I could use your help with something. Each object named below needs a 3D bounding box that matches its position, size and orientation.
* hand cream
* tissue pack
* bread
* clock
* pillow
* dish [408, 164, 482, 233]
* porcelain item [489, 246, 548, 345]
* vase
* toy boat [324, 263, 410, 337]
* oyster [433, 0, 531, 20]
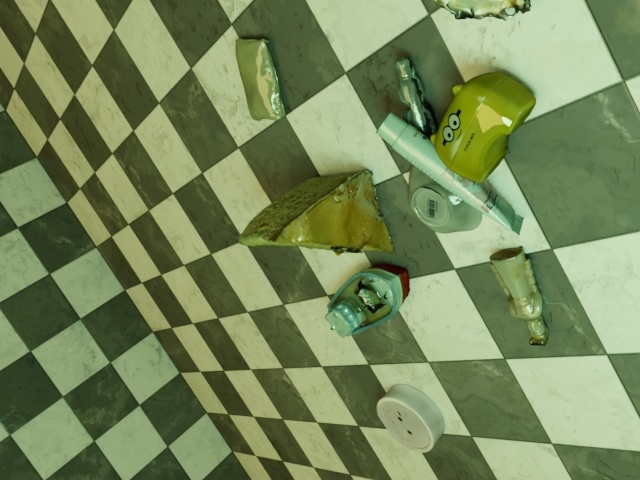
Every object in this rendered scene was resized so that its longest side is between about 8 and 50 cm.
[{"bbox_3d":[0.248,-0.123,1.122,0.331,0.085,0.058,40,121,1],"label":"hand cream"},{"bbox_3d":[0.280,-0.204,1.036,0.127,0.123,0.178,39,142,17],"label":"tissue pack"},{"bbox_3d":[0.000,0.000,1.381,0.248,0.315,0.279,6,134,47],"label":"bread"},{"bbox_3d":[0.261,0.517,1.712,0.196,0.068,0.197,29,138,30],"label":"clock"},{"bbox_3d":[-0.148,-0.383,1.421,0.119,0.053,0.208,12,125,39],"label":"pillow"},{"bbox_3d":[0.245,-0.081,1.228,0.190,0.066,0.191,29,138,30],"label":"dish"},{"bbox_3d":[0.421,0.118,1.210,0.084,0.054,0.213,-9,112,54],"label":"porcelain item"},{"bbox_3d":[0.188,-0.254,1.150,0.059,0.060,0.212,5,125,46],"label":"vase"},{"bbox_3d":[0.113,0.161,1.522,0.145,0.133,0.332,50,144,5],"label":"toy boat"},{"bbox_3d":[0.224,-0.450,0.931,0.259,0.092,0.198,14,130,29],"label":"oyster"}]
